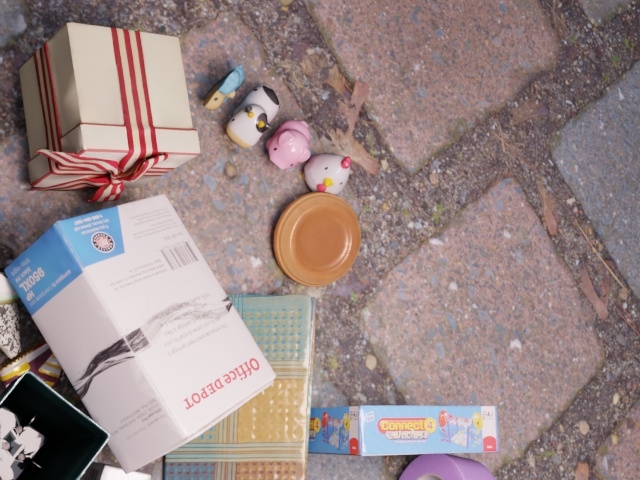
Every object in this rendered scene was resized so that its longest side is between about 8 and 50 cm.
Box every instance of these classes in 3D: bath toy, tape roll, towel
[{"bbox_3d":[-0.073,-0.212,1.805,0.348,0.129,0.151,38,63,-18],"label":"bath toy"},{"bbox_3d":[0.242,0.562,1.730,0.090,0.274,0.275,17,71,-25],"label":"tape roll"},{"bbox_3d":[-0.150,0.283,1.649,0.271,0.040,0.370,2,79,-1],"label":"towel"}]

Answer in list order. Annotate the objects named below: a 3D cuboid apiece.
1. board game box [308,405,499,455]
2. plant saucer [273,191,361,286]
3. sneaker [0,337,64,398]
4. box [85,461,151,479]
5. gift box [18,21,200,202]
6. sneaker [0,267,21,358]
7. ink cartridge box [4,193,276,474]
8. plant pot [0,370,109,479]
[{"bbox_3d":[0.128,0.364,1.692,0.308,0.302,0.086,6,76,-29],"label":"board game box"},{"bbox_3d":[0.000,0.000,1.817,0.199,0.037,0.200,-4,100,-26],"label":"plant saucer"},{"bbox_3d":[-0.464,0.211,1.531,0.185,0.069,0.084,-31,104,-25],"label":"sneaker"},{"bbox_3d":[-0.357,0.441,1.515,0.087,0.101,0.102,19,72,-25],"label":"box"},{"bbox_3d":[-0.397,-0.209,1.552,0.276,0.255,0.258,-5,80,-36],"label":"gift box"},{"bbox_3d":[-0.656,0.163,1.388,0.410,0.158,0.182,-13,95,-29],"label":"sneaker"},{"bbox_3d":[-0.292,0.145,1.481,0.395,0.166,0.285,58,29,5],"label":"ink cartridge box"},{"bbox_3d":[-0.478,0.329,1.393,0.165,0.234,0.166,43,61,-15],"label":"plant pot"}]
